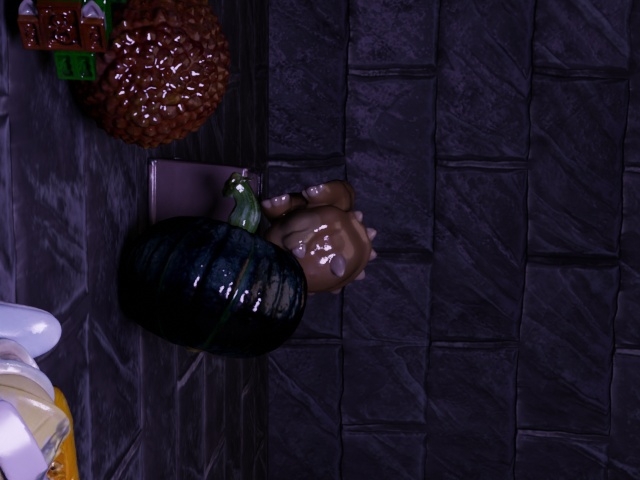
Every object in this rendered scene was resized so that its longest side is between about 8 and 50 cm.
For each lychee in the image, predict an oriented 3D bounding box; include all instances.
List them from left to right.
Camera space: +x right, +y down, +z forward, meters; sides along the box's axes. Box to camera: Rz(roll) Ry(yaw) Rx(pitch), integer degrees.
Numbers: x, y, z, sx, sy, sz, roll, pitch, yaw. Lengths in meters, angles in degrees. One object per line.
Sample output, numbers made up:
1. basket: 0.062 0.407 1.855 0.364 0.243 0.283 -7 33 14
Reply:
1. lychee: -0.193 -0.192 1.238 0.188 0.188 0.188 1 90 -86

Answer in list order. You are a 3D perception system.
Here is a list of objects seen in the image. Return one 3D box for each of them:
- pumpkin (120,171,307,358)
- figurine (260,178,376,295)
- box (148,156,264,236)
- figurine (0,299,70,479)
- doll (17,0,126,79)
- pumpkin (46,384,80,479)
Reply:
1. pumpkin: -0.129 0.032 1.487 0.248 0.248 0.248 1 90 -86
2. figurine: -0.004 0.001 1.744 0.247 0.177 0.173 -165 -121 -85
3. box: -0.170 0.002 1.706 0.188 0.153 0.252 -44 136 -83
4. figurine: -0.242 0.103 0.654 0.208 0.184 0.128 -37 145 -26
5. doll: -0.233 -0.255 1.054 0.134 0.106 0.186 116 -25 -86
6. pumpkin: -0.242 0.259 0.844 0.221 0.139 0.317 -88 178 -49
